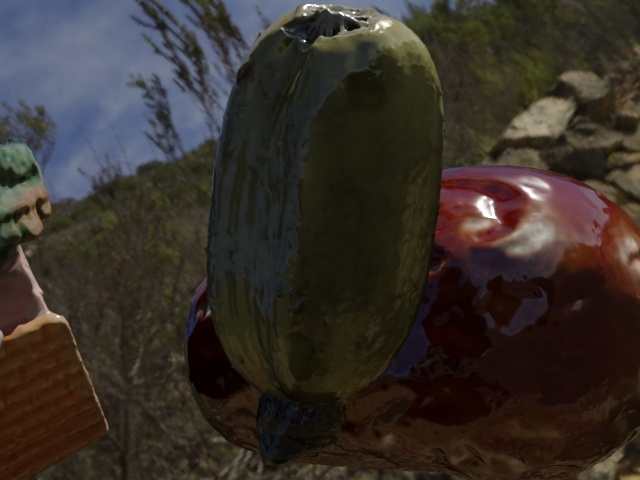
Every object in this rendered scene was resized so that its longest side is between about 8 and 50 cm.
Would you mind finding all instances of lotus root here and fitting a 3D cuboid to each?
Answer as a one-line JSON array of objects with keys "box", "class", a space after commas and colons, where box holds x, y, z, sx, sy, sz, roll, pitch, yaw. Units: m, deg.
[{"box": [0.001, 0.000, 0.368, 0.077, 0.090, 0.183, -7, -72, -42], "class": "lotus root"}]

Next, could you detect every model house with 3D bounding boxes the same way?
[{"box": [-0.262, 0.076, 0.661, 0.202, 0.237, 0.237, -24, 3, -27], "class": "model house"}]

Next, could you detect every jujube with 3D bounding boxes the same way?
[{"box": [0.066, 0.062, 0.618, 0.318, 0.223, 0.223, -10, 3, 27], "class": "jujube"}]
